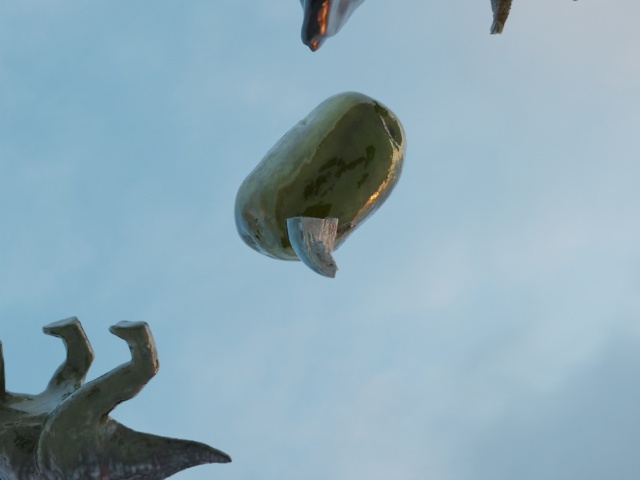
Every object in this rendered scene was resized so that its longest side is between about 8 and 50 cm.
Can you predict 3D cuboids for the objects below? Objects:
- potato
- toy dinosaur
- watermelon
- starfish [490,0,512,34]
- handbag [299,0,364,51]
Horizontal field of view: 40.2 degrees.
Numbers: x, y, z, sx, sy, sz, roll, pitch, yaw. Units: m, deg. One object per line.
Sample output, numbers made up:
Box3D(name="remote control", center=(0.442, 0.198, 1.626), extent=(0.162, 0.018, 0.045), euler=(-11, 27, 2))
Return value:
Box3D(name="potato", center=(0.000, -0.073, 1.092), extent=(0.228, 0.197, 0.148), euler=(-54, -49, -11))
Box3D(name="toy dinosaur", center=(-0.226, 0.150, 0.711), extent=(0.294, 0.077, 0.162), euler=(-7, -86, 16))
Box3D(name="watermelon", center=(0.000, 0.000, 0.959), extent=(0.061, 0.085, 0.085), euler=(-39, -72, -6))
Box3D(name="starfish", center=(0.262, -0.385, 1.119), extent=(0.048, 0.295, 0.231), euler=(-7, -105, -36))
Box3D(name="handbag", center=(0.027, -0.204, 0.367), extent=(0.089, 0.254, 0.211), euler=(13, -64, -3))
